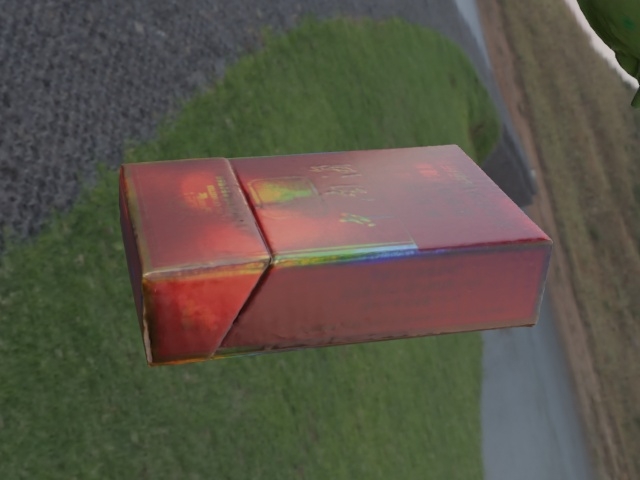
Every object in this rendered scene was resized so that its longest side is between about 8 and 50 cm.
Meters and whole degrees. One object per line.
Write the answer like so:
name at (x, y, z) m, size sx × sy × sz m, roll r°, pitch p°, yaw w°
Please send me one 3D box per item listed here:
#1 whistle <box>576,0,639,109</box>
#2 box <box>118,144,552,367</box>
whistle at (0.175, -0.181, 0.365) m, size 0.141 × 0.141 × 0.294 m, roll -80°, pitch 177°, yaw -58°
box at (0.001, 0.000, 0.794) m, size 0.197 × 0.313 × 0.089 m, roll -118°, pitch -153°, yaw -57°
